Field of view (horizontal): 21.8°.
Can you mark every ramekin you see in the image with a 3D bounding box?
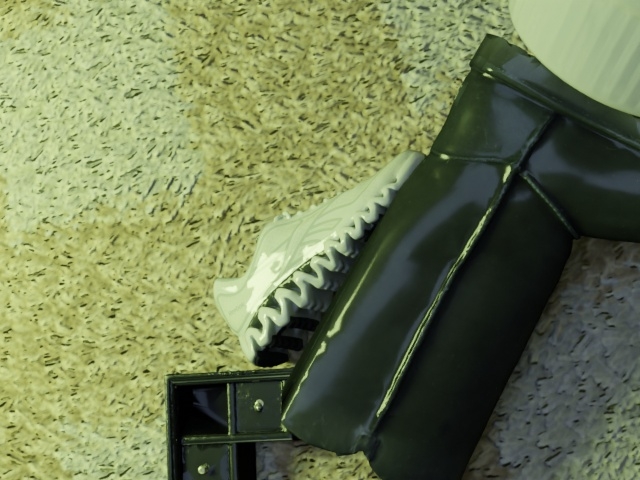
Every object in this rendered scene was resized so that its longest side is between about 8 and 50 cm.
[{"bbox_3d":[0.317,-0.240,1.614,0.277,0.277,0.135,39,130,18],"label":"ramekin"}]

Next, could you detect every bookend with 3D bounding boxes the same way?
[{"bbox_3d":[-0.083,0.219,1.798,0.156,0.072,0.157,-4,83,18],"label":"bookend"}]

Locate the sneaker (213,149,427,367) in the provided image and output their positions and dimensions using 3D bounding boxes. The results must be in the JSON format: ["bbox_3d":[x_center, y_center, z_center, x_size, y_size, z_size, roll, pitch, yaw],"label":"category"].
[{"bbox_3d":[0.000,0.000,1.784,0.292,0.110,0.118,-45,64,8],"label":"sneaker"}]

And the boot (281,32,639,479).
[{"bbox_3d":[0.210,0.073,1.670,0.367,0.146,0.445,30,95,7],"label":"boot"}]
